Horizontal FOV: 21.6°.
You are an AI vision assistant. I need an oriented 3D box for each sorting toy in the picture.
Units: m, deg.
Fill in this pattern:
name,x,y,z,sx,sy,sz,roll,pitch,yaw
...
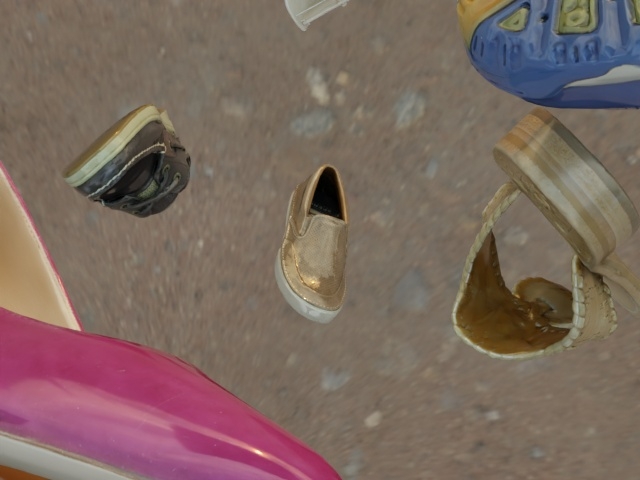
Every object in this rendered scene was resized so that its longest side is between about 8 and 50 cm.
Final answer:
name,x,y,z,sx,sy,sz,roll,pitch,yaw
sorting toy,0.000,-0.217,1.310,0.083,0.075,0.045,-25,42,24

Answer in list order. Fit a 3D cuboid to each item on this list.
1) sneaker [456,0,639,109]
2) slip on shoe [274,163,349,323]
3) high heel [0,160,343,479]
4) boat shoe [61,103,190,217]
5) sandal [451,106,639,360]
name,x,y,z,sx,sy,sz,roll,pitch,yaw
sneaker,0.197,-0.095,0.589,0.296,0.131,0.112,-19,54,4
slip on shoe,0.000,0.000,1.178,0.051,0.041,0.135,23,37,-14
high heel,-0.072,0.012,0.460,0.082,0.244,0.117,46,65,-40
boat shoe,-0.091,-0.038,0.867,0.056,0.152,0.049,-37,93,11
sandal,0.086,0.012,0.716,0.079,0.240,0.088,-41,74,1
